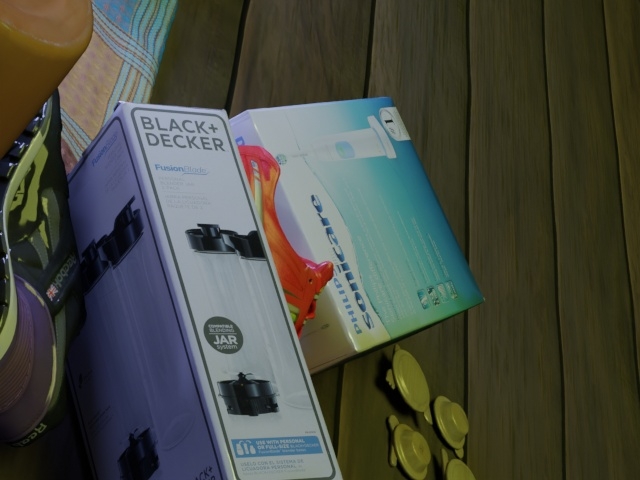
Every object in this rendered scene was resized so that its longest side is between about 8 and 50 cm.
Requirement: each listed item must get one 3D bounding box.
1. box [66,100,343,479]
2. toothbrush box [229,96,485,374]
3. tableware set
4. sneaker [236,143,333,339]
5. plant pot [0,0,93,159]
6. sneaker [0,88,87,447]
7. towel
[{"bbox_3d":[-0.099,0.070,1.214,0.087,0.169,0.290,1,57,-35],"label":"box"},{"bbox_3d":[0.000,0.000,1.557,0.216,0.126,0.295,65,25,4],"label":"toothbrush box"},{"bbox_3d":[0.107,0.187,1.703,0.168,0.020,0.141,44,33,-37],"label":"tableware set"},{"bbox_3d":[-0.037,0.059,1.364,0.118,0.107,0.279,-22,107,-26],"label":"sneaker"},{"bbox_3d":[-0.271,-0.134,1.043,0.291,0.203,0.291,47,20,-23],"label":"plant pot"},{"bbox_3d":[-0.212,0.010,1.210,0.124,0.107,0.283,56,28,-45],"label":"sneaker"},{"bbox_3d":[-0.223,-0.197,1.432,0.271,0.040,0.370,46,30,-29],"label":"towel"}]
